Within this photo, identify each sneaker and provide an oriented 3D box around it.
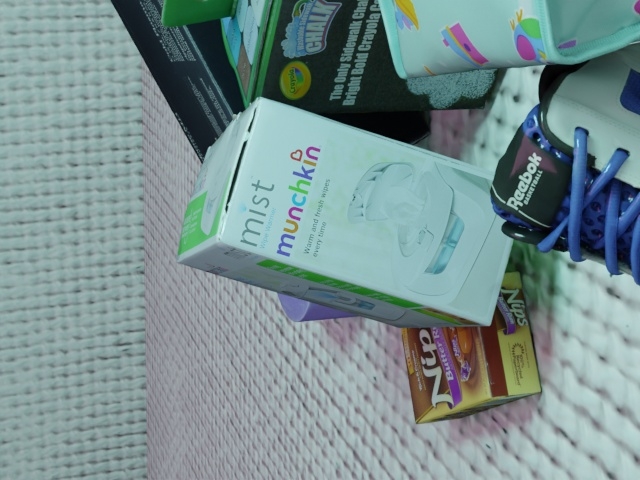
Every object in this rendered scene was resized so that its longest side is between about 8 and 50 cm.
[{"bbox_3d":[0.198,-0.006,0.721,0.127,0.182,0.315,101,157,-43],"label":"sneaker"}]

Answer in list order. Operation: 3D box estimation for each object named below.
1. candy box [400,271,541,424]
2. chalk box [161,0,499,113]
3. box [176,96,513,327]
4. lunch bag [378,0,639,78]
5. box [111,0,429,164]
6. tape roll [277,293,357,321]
[{"bbox_3d":[0.131,0.102,1.179,0.186,0.053,0.109,134,129,-69],"label":"candy box"},{"bbox_3d":[0.008,-0.229,1.097,0.180,0.289,0.179,108,153,-47],"label":"chalk box"},{"bbox_3d":[0.014,-0.016,1.110,0.262,0.231,0.126,164,121,-75],"label":"box"},{"bbox_3d":[0.109,-0.227,0.683,0.223,0.160,0.262,-168,64,-71],"label":"lunch bag"},{"bbox_3d":[-0.083,-0.227,1.367,0.343,0.179,0.312,62,167,-16],"label":"box"},{"bbox_3d":[0.000,0.000,1.529,0.189,0.080,0.189,175,90,-72],"label":"tape roll"}]
